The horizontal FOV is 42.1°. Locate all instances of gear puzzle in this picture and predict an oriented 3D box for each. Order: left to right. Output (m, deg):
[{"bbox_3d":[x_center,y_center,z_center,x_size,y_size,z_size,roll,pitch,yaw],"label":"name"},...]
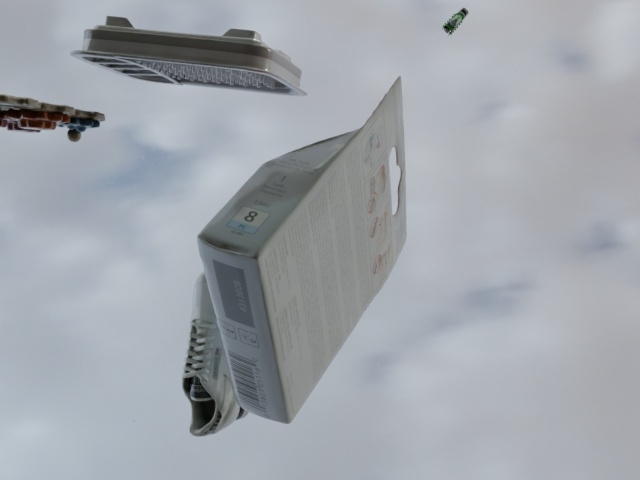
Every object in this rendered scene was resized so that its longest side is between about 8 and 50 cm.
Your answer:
[{"bbox_3d":[-0.440,-0.167,1.117,0.175,0.339,0.044,4,-87,17],"label":"gear puzzle"}]

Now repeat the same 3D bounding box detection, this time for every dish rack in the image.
[{"bbox_3d":[-0.198,-0.295,1.340,0.332,0.285,0.073,9,-87,11],"label":"dish rack"}]

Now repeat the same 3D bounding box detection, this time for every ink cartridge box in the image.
[{"bbox_3d":[0.000,0.000,1.095,0.091,0.308,0.385,16,-133,23],"label":"ink cartridge box"}]

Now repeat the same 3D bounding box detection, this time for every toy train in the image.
[{"bbox_3d":[0.186,-0.302,1.141,0.017,0.023,0.083,44,-146,-4],"label":"toy train"}]

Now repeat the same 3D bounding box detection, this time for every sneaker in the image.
[{"bbox_3d":[-0.152,0.160,1.176,0.094,0.090,0.235,-18,-74,-51],"label":"sneaker"}]
